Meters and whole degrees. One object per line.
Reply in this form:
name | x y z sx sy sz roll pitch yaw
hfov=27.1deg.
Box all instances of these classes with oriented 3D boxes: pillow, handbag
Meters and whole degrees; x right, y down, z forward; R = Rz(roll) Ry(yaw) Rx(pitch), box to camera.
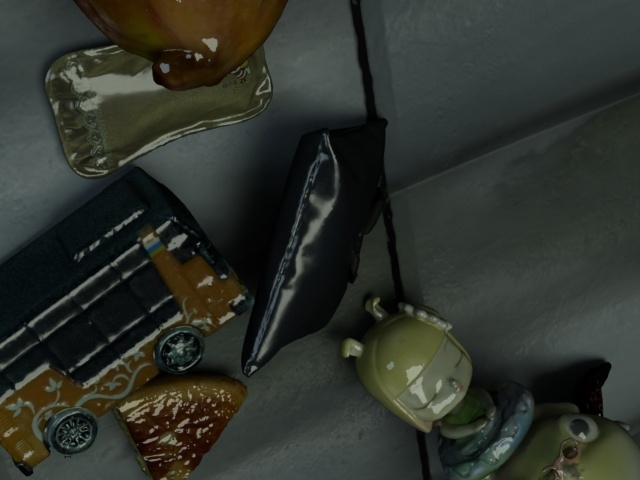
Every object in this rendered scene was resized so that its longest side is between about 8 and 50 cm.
pillow | -0.149 -0.143 1.257 0.217 0.033 0.130 -22 122 -18
handbag | 0.000 0.000 1.339 0.211 0.088 0.254 -25 135 -70

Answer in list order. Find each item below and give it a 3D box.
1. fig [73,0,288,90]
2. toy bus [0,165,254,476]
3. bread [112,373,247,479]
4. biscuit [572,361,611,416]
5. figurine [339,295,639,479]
fig | -0.123 -0.262 1.083 0.224 0.224 0.263 -32 105 -11
toy bus | -0.219 0.069 1.265 0.275 0.138 0.167 -36 125 -6
bread | -0.170 0.189 1.404 0.136 0.054 0.154 32 91 -38
biscuit | 0.317 0.275 1.680 0.063 0.151 0.235 18 104 6
figurine | 0.176 0.221 1.523 0.394 0.274 0.227 40 70 -10
